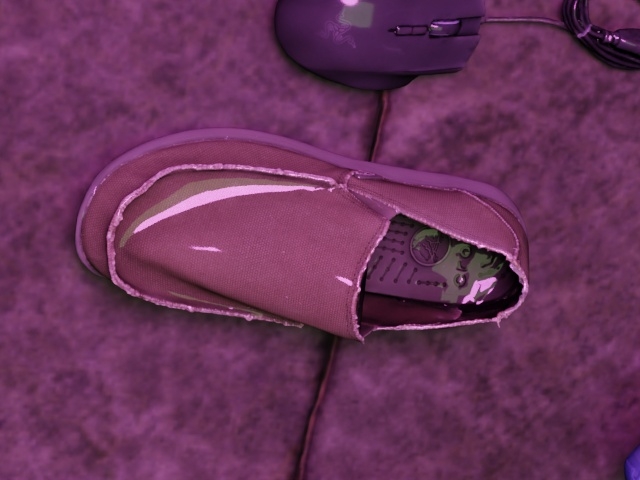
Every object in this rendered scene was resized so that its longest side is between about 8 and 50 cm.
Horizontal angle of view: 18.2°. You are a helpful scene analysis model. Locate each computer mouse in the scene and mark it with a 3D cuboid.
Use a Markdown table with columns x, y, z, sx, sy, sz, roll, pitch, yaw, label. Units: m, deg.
| x | y | z | sx | sy | sz | roll | pitch | yaw | label |
| --- | --- | --- | --- | --- | --- | --- | --- | --- | --- |
| 0.094 | -0.110 | 1.045 | 0.242 | 0.041 | 0.071 | -1 | 110 | -16 | computer mouse |

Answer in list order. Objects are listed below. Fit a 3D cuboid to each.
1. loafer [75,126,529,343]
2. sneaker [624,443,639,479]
| x | y | z | sx | sy | sz | roll | pitch | yaw | label |
| --- | --- | --- | --- | --- | --- | --- | --- | --- | --- |
| 0.000 | 0.000 | 1.034 | 0.251 | 0.087 | 0.094 | 2 | 110 | -17 | loafer |
| 0.271 | 0.013 | 1.114 | 0.147 | 0.130 | 0.330 | 37 | 94 | -10 | sneaker |
